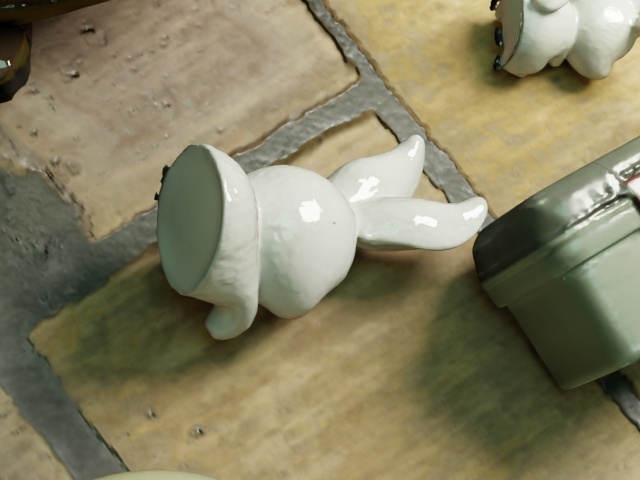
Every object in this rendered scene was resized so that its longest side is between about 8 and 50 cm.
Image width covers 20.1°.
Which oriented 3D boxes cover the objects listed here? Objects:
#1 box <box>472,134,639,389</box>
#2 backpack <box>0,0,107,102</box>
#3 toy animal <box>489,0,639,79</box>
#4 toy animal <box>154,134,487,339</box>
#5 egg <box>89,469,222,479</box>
[{"bbox_3d":[0.222,0.000,1.231,0.210,0.148,0.129,-29,86,-21],"label":"box"},{"bbox_3d":[-0.193,-0.294,1.243,0.378,0.201,0.353,-3,66,-2],"label":"backpack"},{"bbox_3d":[0.193,-0.161,1.335,0.124,0.085,0.071,5,49,-14],"label":"toy animal"},{"bbox_3d":[-0.003,-0.001,1.227,0.221,0.131,0.104,1,25,-35],"label":"toy animal"},{"bbox_3d":[-0.107,0.227,1.041,0.242,0.186,0.186,-20,70,-41],"label":"egg"}]
